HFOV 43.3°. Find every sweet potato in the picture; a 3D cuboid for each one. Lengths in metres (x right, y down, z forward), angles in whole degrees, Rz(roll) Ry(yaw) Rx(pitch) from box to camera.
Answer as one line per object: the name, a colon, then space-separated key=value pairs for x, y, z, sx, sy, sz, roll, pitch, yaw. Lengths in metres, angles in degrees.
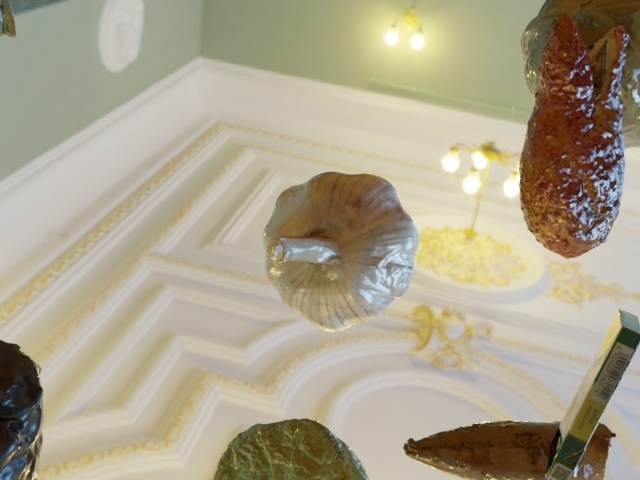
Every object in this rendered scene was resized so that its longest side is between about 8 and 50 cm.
sweet potato: x=0.305 y=0.352 z=1.311 sx=0.337 sy=0.131 sz=0.131 roll=-1 pitch=-151 yaw=-4

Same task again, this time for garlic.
garlic: x=0.000 y=0.000 z=0.930 sx=0.199 sy=0.199 sz=0.226 roll=23 pitch=-177 yaw=24

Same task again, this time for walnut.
walnut: x=0.409 y=-0.243 z=1.110 sx=0.283 sy=0.227 sz=0.283 roll=14 pitch=168 yaw=3

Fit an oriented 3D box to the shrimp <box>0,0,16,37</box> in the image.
shrimp: x=-0.411 y=-0.391 z=0.955 sx=0.077 sy=0.317 sz=0.168 roll=3 pitch=-144 yaw=-2

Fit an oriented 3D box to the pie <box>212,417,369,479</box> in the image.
pie: x=-0.046 y=0.382 z=1.137 sx=0.257 sy=0.274 sz=0.105 roll=50 pitch=-157 yaw=15

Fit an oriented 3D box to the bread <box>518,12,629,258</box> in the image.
bread: x=0.285 y=-0.107 z=0.884 sx=0.139 sy=0.269 sz=0.095 roll=-10 pitch=-155 yaw=-37

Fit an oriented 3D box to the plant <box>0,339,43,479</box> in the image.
plant: x=-0.302 y=0.136 z=0.515 sx=0.213 sy=0.312 sz=0.215 roll=12 pitch=-131 yaw=2

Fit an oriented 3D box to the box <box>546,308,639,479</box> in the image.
box: x=0.383 y=0.216 z=1.130 sx=0.034 sy=0.235 sz=0.132 roll=26 pitch=-167 yaw=14
